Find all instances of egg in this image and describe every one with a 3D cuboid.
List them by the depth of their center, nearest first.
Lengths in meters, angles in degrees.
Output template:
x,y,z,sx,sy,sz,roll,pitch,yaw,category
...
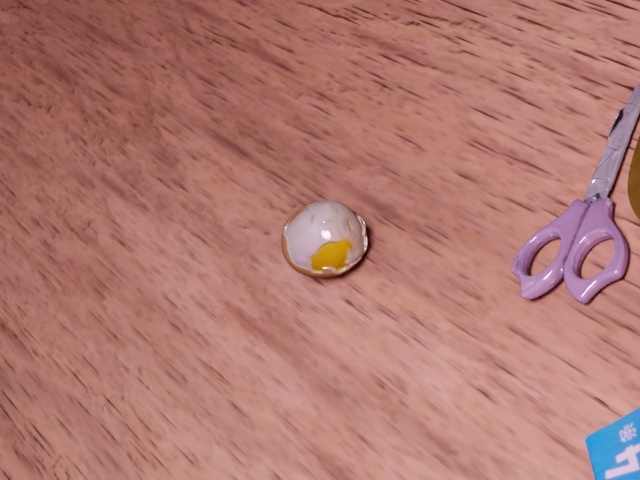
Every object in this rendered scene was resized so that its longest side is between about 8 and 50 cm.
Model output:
x,y,z,sx,sy,sz,roll,pitch,yaw,category
0.000,0.000,1.523,0.083,0.071,0.071,-26,42,37,egg

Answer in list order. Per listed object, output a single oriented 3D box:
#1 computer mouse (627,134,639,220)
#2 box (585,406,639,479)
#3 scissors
x,y,z,sx,sy,sz,roll,pitch,yaw,category
0.320,-0.111,1.278,0.126,0.056,0.245,19,76,54,computer mouse
0.307,0.173,1.040,0.265,0.048,0.273,-35,39,23,box
0.224,-0.043,1.353,0.110,0.021,0.212,3,62,47,scissors
